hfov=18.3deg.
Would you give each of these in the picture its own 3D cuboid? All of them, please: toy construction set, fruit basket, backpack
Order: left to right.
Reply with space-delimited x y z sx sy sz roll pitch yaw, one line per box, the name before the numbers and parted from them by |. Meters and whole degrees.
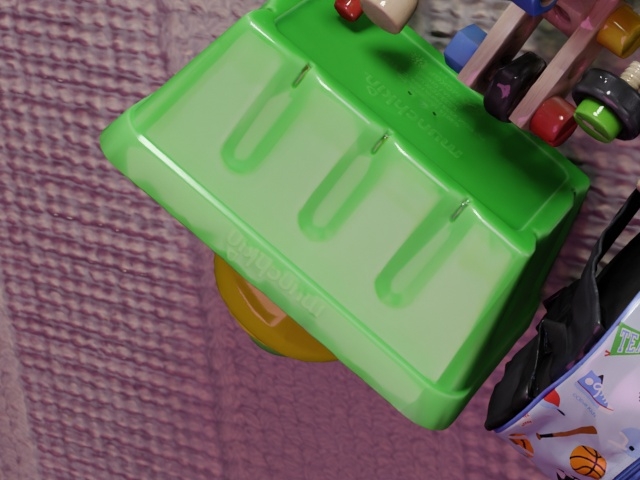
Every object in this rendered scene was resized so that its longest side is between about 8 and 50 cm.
fruit basket | 0.000 0.000 1.682 0.392 0.283 0.392 11 117 22
toy construction set | 0.170 -0.231 1.484 0.309 0.237 0.257 27 162 47
backpack | 0.258 0.089 1.511 0.213 0.263 0.276 44 133 10
